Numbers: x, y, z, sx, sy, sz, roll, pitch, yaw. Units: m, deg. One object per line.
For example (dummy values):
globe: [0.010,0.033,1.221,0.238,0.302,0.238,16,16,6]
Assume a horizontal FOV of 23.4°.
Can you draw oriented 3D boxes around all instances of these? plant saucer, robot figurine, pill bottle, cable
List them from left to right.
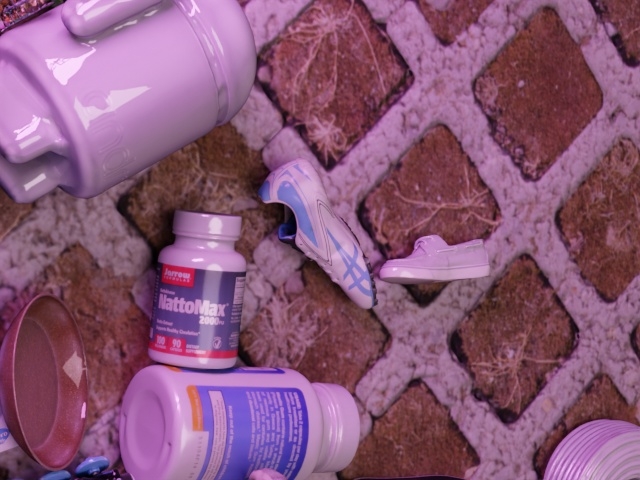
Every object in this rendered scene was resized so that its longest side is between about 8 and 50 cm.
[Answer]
plant saucer: [-0.313,0.158,1.723,0.198,0.036,0.198,-5,90,-75]
robot figurine: [-0.216,-0.179,1.692,0.353,0.200,0.300,-32,158,-23]
pill bottle: [-0.144,0.056,1.835,0.108,0.108,0.180,4,93,-35]
pill bottle: [-0.092,0.228,1.867,0.272,0.152,0.152,5,93,-35]
cable: [0.434,0.396,2.288,0.257,0.089,0.257,29,80,-34]

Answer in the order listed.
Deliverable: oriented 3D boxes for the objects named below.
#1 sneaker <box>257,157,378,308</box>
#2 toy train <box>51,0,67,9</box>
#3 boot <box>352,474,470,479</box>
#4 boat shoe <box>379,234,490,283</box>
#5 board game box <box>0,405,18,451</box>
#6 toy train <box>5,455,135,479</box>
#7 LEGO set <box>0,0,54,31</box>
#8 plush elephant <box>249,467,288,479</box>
sneaker: [0.000,0.000,1.952,0.086,0.085,0.237,-32,120,2]
toy train: [-0.294,-0.270,1.744,0.024,0.017,0.083,-23,109,-19]
boot: [0.141,0.414,2.095,0.244,0.088,0.176,4,95,-27]
boat shoe: [0.154,0.024,2.065,0.184,0.066,0.063,-3,84,-32]
board game box: [-0.478,0.095,1.628,0.254,0.079,0.336,-18,106,-32]
toy train: [-0.301,0.311,1.765,0.184,0.105,0.080,-13,59,-24]
LEGO set: [-0.352,-0.314,1.558,0.331,0.255,0.192,-34,109,-30]
plush elephant: [-0.090,0.415,1.751,0.272,0.255,0.330,54,37,-13]
